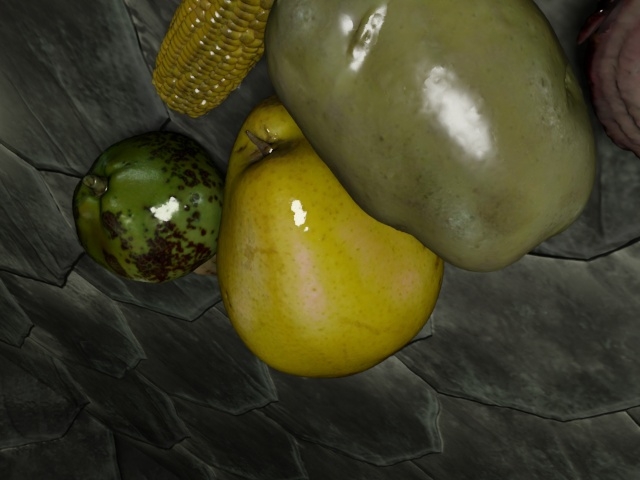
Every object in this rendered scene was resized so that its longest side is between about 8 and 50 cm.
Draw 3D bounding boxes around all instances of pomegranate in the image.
[{"bbox_3d":[-0.223,-0.016,0.978,0.222,0.204,0.277,27,144,35],"label":"pomegranate"}]

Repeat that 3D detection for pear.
[{"bbox_3d":[-0.007,0.001,0.801,0.284,0.285,0.336,-17,115,44],"label":"pear"}]

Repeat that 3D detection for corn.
[{"bbox_3d":[-0.098,-0.235,0.735,0.115,0.115,0.318,40,141,-12],"label":"corn"}]

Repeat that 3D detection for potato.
[{"bbox_3d":[0.101,-0.128,0.610,0.326,0.243,0.221,50,131,-5],"label":"potato"}]

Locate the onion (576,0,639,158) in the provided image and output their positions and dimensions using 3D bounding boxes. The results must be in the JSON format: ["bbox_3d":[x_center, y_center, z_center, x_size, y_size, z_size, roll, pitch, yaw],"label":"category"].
[{"bbox_3d":[0.361,-0.135,0.530,0.314,0.146,0.280,19,166,15],"label":"onion"}]
